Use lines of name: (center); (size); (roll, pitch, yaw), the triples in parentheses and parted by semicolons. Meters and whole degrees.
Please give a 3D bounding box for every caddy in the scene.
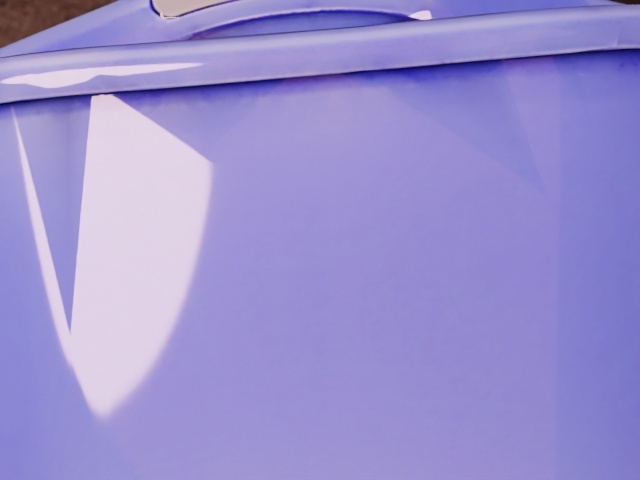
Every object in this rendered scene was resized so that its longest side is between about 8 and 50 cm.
caddy: (0.000, 0.000, 0.525); (0.341, 0.241, 0.179); (-5, 84, -2)
